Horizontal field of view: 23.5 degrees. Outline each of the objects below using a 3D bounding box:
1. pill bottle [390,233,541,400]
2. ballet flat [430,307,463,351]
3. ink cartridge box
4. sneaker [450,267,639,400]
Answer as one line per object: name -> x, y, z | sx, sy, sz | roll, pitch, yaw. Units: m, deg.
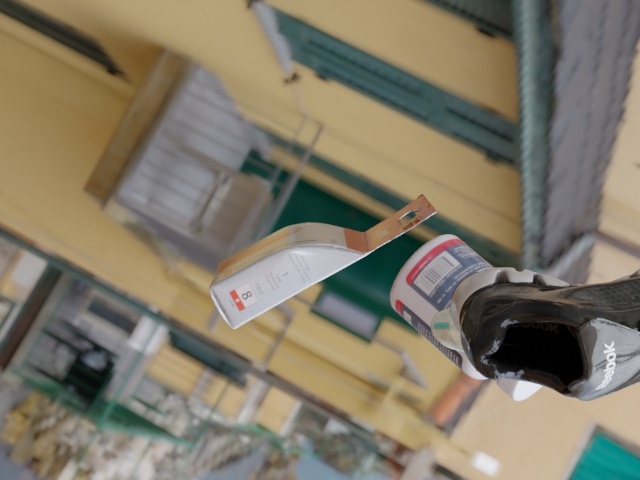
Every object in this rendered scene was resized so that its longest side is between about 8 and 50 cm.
pill bottle -> 0.172, 0.086, 1.659 | 0.108, 0.180, 0.108 | -35, 151, -23
ballet flat -> 0.161, 0.078, 1.314 | 0.168, 0.052, 0.057 | 15, 77, -41
ink cartridge box -> 0.000, 0.000, 1.213 | 0.179, 0.045, 0.145 | -32, -174, 3
sneaker -> 0.202, 0.064, 1.028 | 0.106, 0.234, 0.078 | -75, 161, -64
